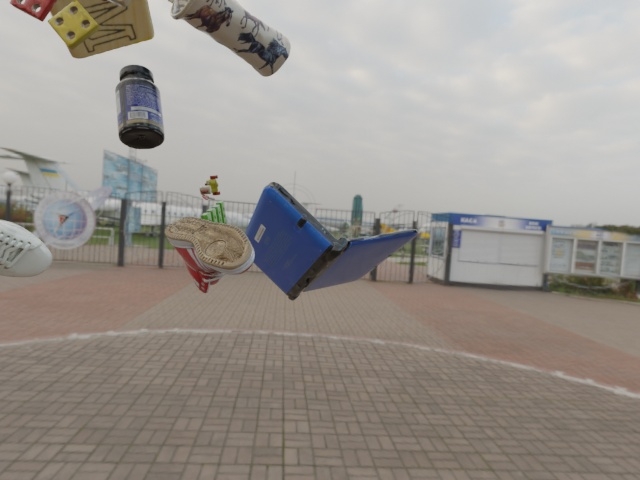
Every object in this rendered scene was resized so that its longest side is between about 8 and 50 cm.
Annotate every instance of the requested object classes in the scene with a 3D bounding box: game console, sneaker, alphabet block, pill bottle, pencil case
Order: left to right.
[{"bbox_3d":[-0.604,0.007,0.728,0.123,0.106,0.290,27,-13,32],"label":"sneaker"},{"bbox_3d":[-0.490,-0.543,0.865,0.193,0.192,0.197,-25,-12,-19],"label":"alphabet block"},{"bbox_3d":[-0.523,-0.387,1.188,0.123,0.219,0.123,-10,-15,-3],"label":"pill bottle"},{"bbox_3d":[-0.088,0.021,0.364,0.118,0.067,0.042,20,50,44],"label":"sneaker"},{"bbox_3d":[-0.284,-0.701,1.362,0.410,0.160,0.183,16,25,-48],"label":"pencil case"},{"bbox_3d":[0.000,0.000,0.837,0.173,0.250,0.293,-44,-3,-31],"label":"game console"}]

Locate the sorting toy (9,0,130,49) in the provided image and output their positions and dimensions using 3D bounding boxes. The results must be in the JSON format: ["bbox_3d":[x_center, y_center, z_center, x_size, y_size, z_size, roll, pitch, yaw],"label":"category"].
[{"bbox_3d":[-0.282,-0.374,0.545,0.132,0.274,0.046,26,-6,4],"label":"sorting toy"}]

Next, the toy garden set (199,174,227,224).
[{"bbox_3d":[-0.364,-0.101,1.345,0.049,0.203,0.244,-5,15,0],"label":"toy garden set"}]
